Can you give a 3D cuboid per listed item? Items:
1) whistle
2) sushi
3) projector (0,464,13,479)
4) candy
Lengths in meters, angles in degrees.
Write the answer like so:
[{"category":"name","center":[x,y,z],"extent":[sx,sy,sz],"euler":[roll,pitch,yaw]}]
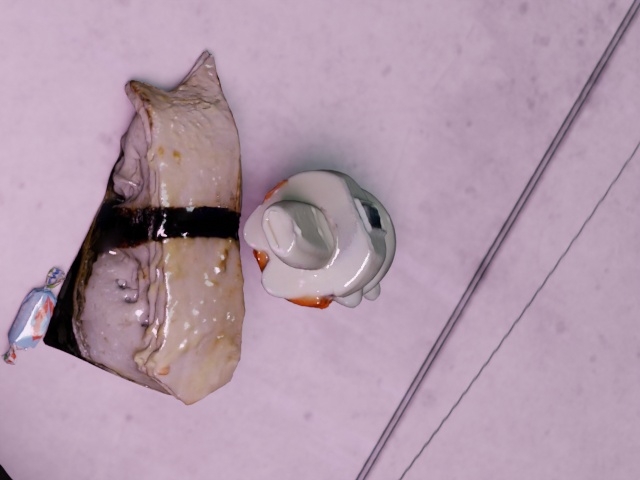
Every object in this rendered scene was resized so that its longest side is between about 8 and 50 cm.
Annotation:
[{"category":"whistle","center":[0.002,0.001,1.162],"extent":[0.101,0.253,0.106],"euler":[38,97,11]},{"category":"sushi","center":[-0.104,-0.010,1.162],"extent":[0.134,0.109,0.273],"euler":[17,93,-25]},{"category":"projector","center":[-0.323,0.228,1.011],"extent":[0.249,0.248,0.248],"euler":[-43,139,-12]},{"category":"candy","center":[-0.221,0.059,1.168],"extent":[0.020,0.030,0.083],"euler":[32,82,-33]}]
